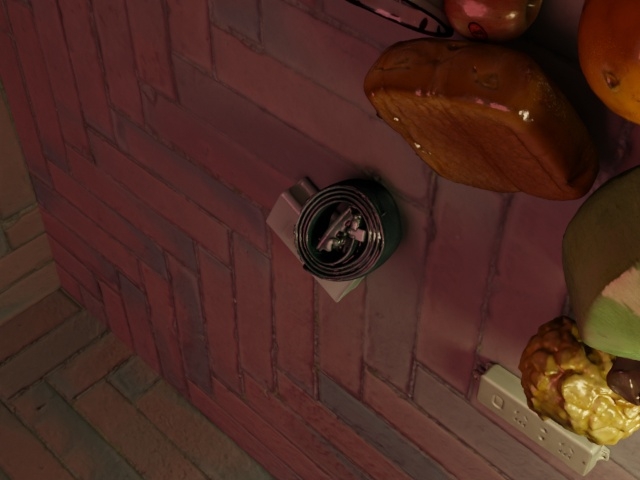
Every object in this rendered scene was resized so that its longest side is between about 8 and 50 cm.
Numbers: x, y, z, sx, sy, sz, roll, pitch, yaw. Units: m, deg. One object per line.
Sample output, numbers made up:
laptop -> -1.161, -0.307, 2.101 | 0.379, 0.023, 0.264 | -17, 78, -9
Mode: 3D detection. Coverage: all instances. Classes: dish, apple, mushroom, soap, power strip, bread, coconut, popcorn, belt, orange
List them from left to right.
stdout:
soap -> 0.000, 0.000, 2.207 | 0.265, 0.087, 0.160 | 49, 150, 8
belt -> 0.054, -0.017, 2.031 | 0.267, 0.116, 0.206 | -38, 81, 37
dish -> 0.110, -0.440, 1.517 | 0.303, 0.120, 0.303 | 26, -174, -3
bread -> 0.274, -0.201, 1.495 | 0.328, 0.148, 0.337 | 13, 163, 46
apple -> 0.267, -0.368, 1.416 | 0.131, 0.146, 0.146 | 22, 138, 33
power strip -> 0.454, 0.371, 1.988 | 0.338, 0.058, 0.098 | 35, 145, 30
popcorn -> 0.477, 0.259, 1.701 | 0.250, 0.190, 0.250 | 39, 163, 14
mushroom -> 0.537, 0.174, 1.529 | 0.204, 0.204, 0.204 | 34, 145, 29
orange -> 0.450, -0.260, 1.198 | 0.240, 0.240, 0.240 | 34, 145, 29
coconut -> 0.499, 0.043, 1.326 | 0.328, 0.328, 0.281 | 26, 148, 39

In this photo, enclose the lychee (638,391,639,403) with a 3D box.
lychee -> 0.668, 0.268, 1.375 | 0.270, 0.320, 0.270 | 161, 90, -84
